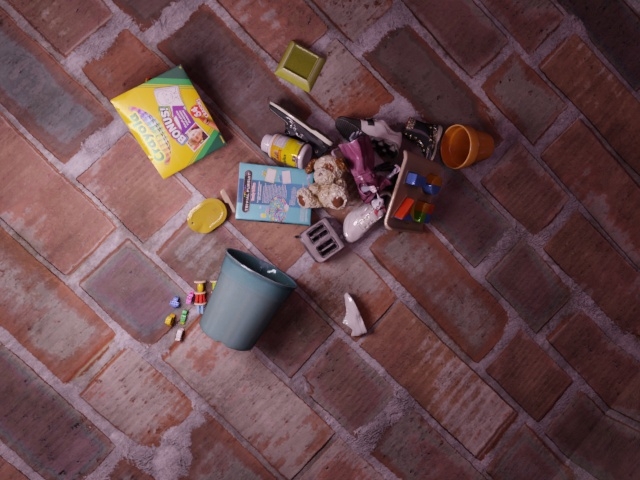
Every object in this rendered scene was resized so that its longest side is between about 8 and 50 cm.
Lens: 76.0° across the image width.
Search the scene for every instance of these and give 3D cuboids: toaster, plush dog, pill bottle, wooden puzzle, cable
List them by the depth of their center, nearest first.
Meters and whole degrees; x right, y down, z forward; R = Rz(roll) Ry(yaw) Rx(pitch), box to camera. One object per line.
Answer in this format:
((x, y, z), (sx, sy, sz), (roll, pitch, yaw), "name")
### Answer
((0.040, -0.258, 1.787), (0.262, 0.210, 0.225), (5, 103, 35), "plush dog")
((-0.154, -0.407, 1.841), (0.215, 0.117, 0.117), (23, 85, 15), "pill bottle")
((0.438, -0.203, 1.843), (0.322, 0.080, 0.348), (4, 102, -47), "wooden puzzle")
((0.000, 0.000, 1.877), (0.185, 0.110, 0.168), (-34, 93, -7), "toaster")
((0.301, -0.295, 1.935), (0.184, 0.047, 0.150), (-25, 68, -21), "cable")

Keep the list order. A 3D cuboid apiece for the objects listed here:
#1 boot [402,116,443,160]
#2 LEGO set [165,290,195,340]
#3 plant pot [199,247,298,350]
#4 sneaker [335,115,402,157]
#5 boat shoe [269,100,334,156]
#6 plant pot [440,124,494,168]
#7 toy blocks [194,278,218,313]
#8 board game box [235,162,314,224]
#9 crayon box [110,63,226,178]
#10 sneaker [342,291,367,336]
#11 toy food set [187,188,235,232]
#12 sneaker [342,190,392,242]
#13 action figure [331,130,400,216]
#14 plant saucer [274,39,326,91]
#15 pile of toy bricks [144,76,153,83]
((0.473, -0.467, 1.974), (0.178, 0.085, 0.236), (19, 86, -3), "boot")
((-0.626, 0.327, 1.787), (0.087, 0.093, 0.227), (15, 87, -7), "LEGO set")
((-0.322, 0.257, 1.733), (0.341, 0.341, 0.334), (28, 94, -7), "plant pot")
((0.231, -0.518, 1.932), (0.330, 0.122, 0.146), (25, 67, -6), "sneaker")
((-0.106, -0.501, 1.873), (0.340, 0.127, 0.113), (32, 110, -8), "boat shoe")
((0.713, -0.447, 1.958), (0.188, 0.205, 0.205), (-6, 90, -24), "plant pot")
((-0.499, 0.251, 1.827), (0.123, 0.054, 0.148), (0, 95, -14), "toy blocks")
((-0.207, -0.207, 1.867), (0.336, 0.079, 0.254), (5, 87, -8), "board game box")
((-0.631, -0.498, 1.740), (0.313, 0.106, 0.363), (-32, 115, -9), "crayon box")
((0.140, 0.350, 1.911), (0.094, 0.080, 0.212), (-22, 93, 4), "sneaker")
((-0.490, -0.125, 1.834), (0.218, 0.071, 0.128), (-35, 107, -5), "toy food set")
((0.214, -0.118, 1.888), (0.114, 0.152, 0.305), (40, 84, -14), "sneaker")
((0.183, -0.274, 1.792), (0.248, 0.275, 0.370), (-18, 92, -47), "action figure")
((-0.091, -0.822, 1.915), (0.188, 0.045, 0.188), (26, 85, -7), "plant saucer")
((-0.766, -0.604, 1.797), (0.105, 0.118, 0.212), (22, 103, 20), "pile of toy bricks")
